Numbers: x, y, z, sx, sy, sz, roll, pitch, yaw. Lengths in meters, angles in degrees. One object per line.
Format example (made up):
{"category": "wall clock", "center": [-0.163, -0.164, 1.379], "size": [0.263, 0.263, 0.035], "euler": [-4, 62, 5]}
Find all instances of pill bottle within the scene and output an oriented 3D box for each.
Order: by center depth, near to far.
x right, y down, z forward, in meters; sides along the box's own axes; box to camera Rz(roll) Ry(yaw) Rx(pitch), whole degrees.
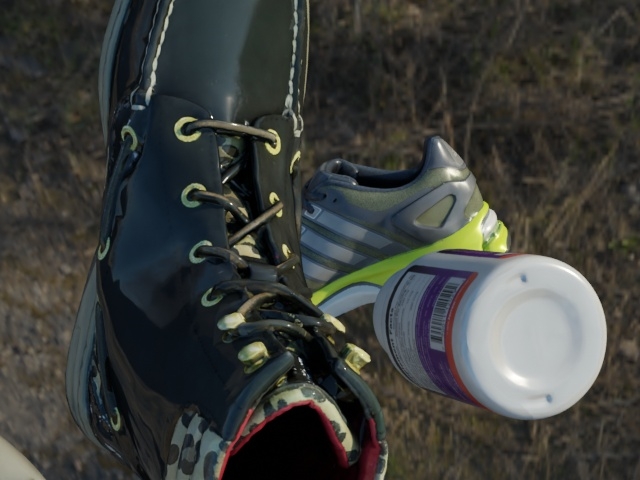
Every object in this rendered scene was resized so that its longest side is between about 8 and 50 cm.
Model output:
{"category": "pill bottle", "center": [0.107, 0.060, 1.005], "size": [0.108, 0.193, 0.108], "euler": [-1, 92, -19]}

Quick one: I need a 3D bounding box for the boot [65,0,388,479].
{"category": "boot", "center": [-0.025, 0.001, 0.509], "size": [0.085, 0.236, 0.178], "euler": [6, 16, -25]}

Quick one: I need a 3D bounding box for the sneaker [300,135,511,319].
{"category": "sneaker", "center": [0.000, 0.000, 1.203], "size": [0.300, 0.121, 0.111], "euler": [-20, 14, 7]}

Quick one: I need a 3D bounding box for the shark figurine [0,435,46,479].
{"category": "shark figurine", "center": [-0.256, 0.104, 0.874], "size": [0.166, 0.278, 0.116], "euler": [22, 84, 5]}
